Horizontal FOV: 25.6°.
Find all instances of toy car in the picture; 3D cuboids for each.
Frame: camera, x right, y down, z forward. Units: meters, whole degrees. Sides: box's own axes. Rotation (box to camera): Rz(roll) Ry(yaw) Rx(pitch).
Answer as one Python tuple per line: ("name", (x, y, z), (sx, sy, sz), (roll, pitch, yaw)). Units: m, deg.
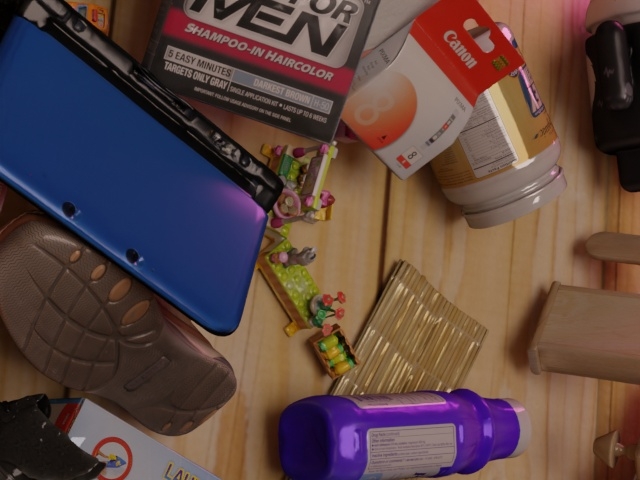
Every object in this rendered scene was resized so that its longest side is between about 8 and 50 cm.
("toy car", (-0.214, -0.247, 1.363), (0.060, 0.040, 0.122), (26, 70, -31))

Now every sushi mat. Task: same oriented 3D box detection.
("sushi mat", (0.073, 0.186, 1.532), (0.151, 0.019, 0.316), (42, 62, -26))

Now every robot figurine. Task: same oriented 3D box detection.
("robot figurine", (0.416, -0.200, 1.746), (0.174, 0.209, 0.278), (-5, 87, 0))

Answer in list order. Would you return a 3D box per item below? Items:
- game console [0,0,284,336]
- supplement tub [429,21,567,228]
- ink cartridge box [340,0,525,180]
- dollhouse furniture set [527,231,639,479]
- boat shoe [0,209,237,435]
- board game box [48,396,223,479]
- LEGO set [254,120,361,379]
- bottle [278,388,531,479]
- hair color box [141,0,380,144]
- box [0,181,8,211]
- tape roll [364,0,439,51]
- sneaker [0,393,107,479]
("game console", (-0.195, -0.067, 1.240), (0.293, 0.250, 0.173), (40, 73, -26))
("supplement tub", (0.182, -0.128, 1.575), (0.144, 0.144, 0.199), (-34, 104, -34))
("ink cartridge box", (0.114, -0.157, 1.438), (0.145, 0.179, 0.045), (41, 20, -45))
("dollhouse furniture set", (0.378, 0.210, 1.744), (0.355, 0.174, 0.303), (74, 33, -41))
("boat shoe", (-0.193, 0.065, 1.247), (0.123, 0.116, 0.324), (-34, 141, 1))
("board game box", (-0.181, 0.347, 1.281), (0.308, 0.086, 0.302), (37, 63, -27))
("LEGO set", (0.000, 0.000, 1.447), (0.132, 0.107, 0.287), (2, 83, -36))
("bottle", (0.096, 0.203, 1.462), (0.283, 0.118, 0.092), (2, 83, -37))
("hair color box", (-0.024, -0.298, 1.314), (0.185, 0.113, 0.374), (17, 96, -13))
("box", (-0.375, 0.049, 1.136), (0.142, 0.154, 0.300), (24, 70, -32))
("tape roll", (-0.006, -0.375, 1.398), (0.392, 0.072, 0.392), (-2, 100, -10))
("sneaker", (-0.269, 0.158, 1.208), (0.089, 0.051, 0.170), (-39, 69, -10))
